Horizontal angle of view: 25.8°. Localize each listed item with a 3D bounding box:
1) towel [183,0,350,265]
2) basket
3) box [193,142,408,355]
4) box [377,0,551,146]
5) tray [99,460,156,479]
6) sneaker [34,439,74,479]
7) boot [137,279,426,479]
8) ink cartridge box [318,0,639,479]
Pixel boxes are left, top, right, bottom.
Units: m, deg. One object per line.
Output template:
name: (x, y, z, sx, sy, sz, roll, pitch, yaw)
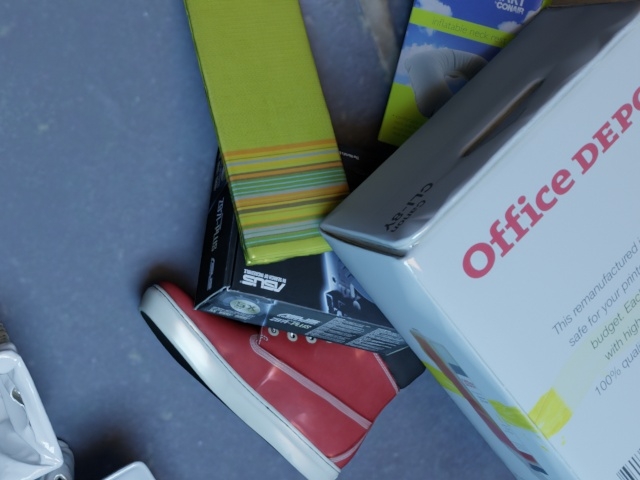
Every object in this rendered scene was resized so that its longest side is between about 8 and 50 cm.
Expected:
towel: (-0.041, -0.100, 1.101, 0.102, 0.021, 0.237, -9, 77, -28)
basket: (-0.304, 0.146, 1.113, 0.167, 0.103, 0.113, -22, 111, -9)
box: (0.000, 0.000, 1.144, 0.180, 0.077, 0.147, 16, 69, -20)
box: (0.124, -0.155, 1.164, 0.109, 0.042, 0.178, 17, 103, 15)
tray: (-0.171, 0.294, 1.199, 0.145, 0.030, 0.270, -29, 132, -8)
sneaker: (-0.241, 0.249, 1.187, 0.053, 0.061, 0.152, 7, 105, -21)
boot: (-0.024, 0.076, 1.196, 0.176, 0.088, 0.244, -49, 115, -5)
ink cartridge box: (0.228, 0.042, 1.092, 0.279, 0.160, 0.385, -44, 112, -13)
